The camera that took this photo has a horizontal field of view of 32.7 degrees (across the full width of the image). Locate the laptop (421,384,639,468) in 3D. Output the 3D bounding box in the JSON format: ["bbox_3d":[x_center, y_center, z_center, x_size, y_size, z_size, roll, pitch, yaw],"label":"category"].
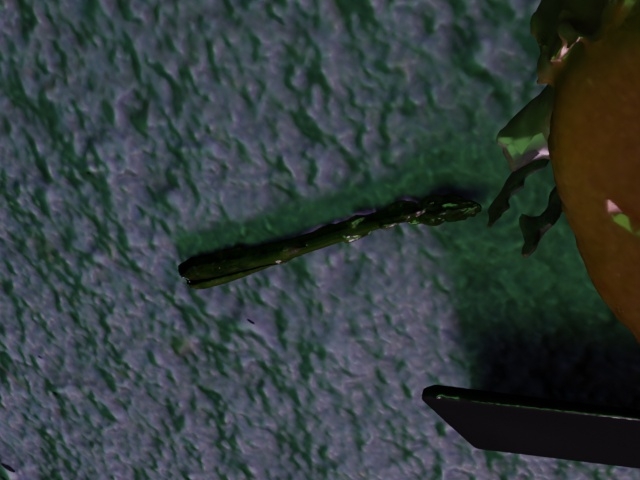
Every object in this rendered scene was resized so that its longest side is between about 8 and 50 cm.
[{"bbox_3d":[0.168,0.112,0.638,0.197,0.016,0.135,3,159,24],"label":"laptop"}]

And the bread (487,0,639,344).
[{"bbox_3d":[0.256,0.005,0.463,0.388,0.183,0.236,38,132,-1],"label":"bread"}]

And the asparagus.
[{"bbox_3d":[0.000,0.000,0.689,0.233,0.022,0.023,-15,69,35],"label":"asparagus"}]
